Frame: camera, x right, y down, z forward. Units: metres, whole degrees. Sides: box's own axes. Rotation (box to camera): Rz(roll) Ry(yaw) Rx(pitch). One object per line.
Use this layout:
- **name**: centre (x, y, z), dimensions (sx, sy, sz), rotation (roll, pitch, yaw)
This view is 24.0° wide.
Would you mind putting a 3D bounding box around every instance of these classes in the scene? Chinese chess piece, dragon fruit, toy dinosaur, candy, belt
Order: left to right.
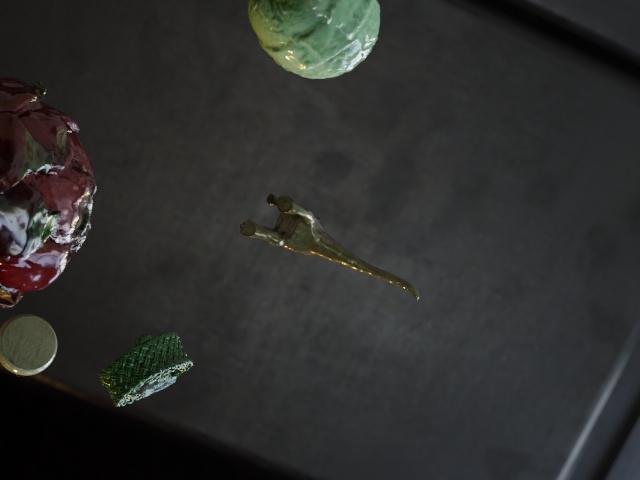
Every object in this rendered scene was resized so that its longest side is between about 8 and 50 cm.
- **dragon fruit**: centre (-0.448, -0.066, 1.945), dimensions (0.329, 0.329, 0.329), rotation (25, -169, -5)
- **Chinese chess piece**: centre (-0.398, 0.141, 2.030), dimensions (0.084, 0.084, 0.034), rotation (22, 158, -18)
- **belt**: centre (-0.268, 0.187, 2.291), dimensions (0.151, 0.121, 0.079), rotation (-17, -109, -50)
- **candy**: centre (-0.100, -0.295, 1.314), dimensions (0.440, 0.119, 0.119), rotation (41, -179, -36)
- **toy dinosaur**: centre (0.001, -0.005, 2.124), dimensions (0.251, 0.072, 0.200), rotation (20, 180, 43)
